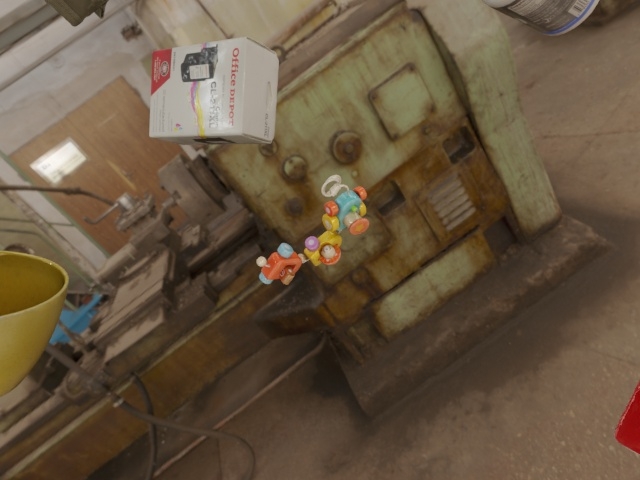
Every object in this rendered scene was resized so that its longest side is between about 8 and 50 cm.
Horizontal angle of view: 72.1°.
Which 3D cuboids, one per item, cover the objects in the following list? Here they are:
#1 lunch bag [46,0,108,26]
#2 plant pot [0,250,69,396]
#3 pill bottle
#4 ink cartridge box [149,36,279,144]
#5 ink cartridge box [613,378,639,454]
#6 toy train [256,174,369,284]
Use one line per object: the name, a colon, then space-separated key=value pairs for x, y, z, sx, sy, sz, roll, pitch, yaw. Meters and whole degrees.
lunch bag: x=-0.224 y=-0.357 z=0.361 sx=0.235 sy=0.287 sz=0.169 roll=-40 pitch=68 yaw=-1
plant pot: x=-0.288 y=0.076 z=0.366 sx=0.134 sy=0.134 sz=0.096 roll=-129 pitch=49 yaw=-64
pill bottle: x=0.205 y=-0.261 z=0.431 sx=0.078 sy=0.137 sz=0.078 roll=-15 pitch=73 yaw=58
ink cartridge box: x=-0.154 y=-0.206 z=0.625 sx=0.174 sy=0.128 sz=0.072 roll=6 pitch=4 yaw=29
ink cartridge box: x=0.433 y=0.119 z=0.301 sx=0.272 sy=0.309 sz=0.130 roll=-63 pitch=-7 yaw=2
toy train: x=0.000 y=0.000 z=0.558 sx=0.046 sy=0.125 sz=0.166 roll=49 pitch=112 yaw=25
